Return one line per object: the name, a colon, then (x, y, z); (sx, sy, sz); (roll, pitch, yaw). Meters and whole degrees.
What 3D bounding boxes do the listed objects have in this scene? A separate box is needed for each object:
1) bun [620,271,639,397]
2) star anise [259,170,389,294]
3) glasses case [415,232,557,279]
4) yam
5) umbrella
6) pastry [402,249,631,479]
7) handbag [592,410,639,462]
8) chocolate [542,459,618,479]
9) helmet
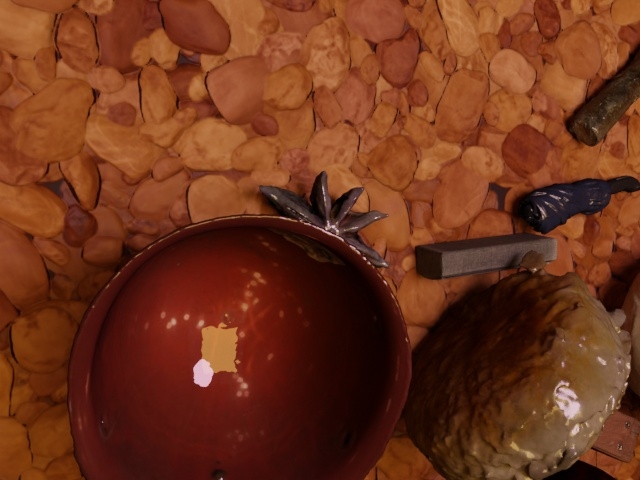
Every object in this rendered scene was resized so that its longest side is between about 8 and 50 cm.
bun: (0.625, 0.181, 1.082); (0.361, 0.213, 0.361); (7, 75, -28)
star anise: (0.000, 0.000, 0.879); (0.204, 0.061, 0.181); (11, 97, -21)
glasses case: (0.246, 0.023, 0.981); (0.204, 0.071, 0.047); (-6, 100, -23)
yam: (0.499, -0.251, 1.074); (0.253, 0.061, 0.061); (-45, 109, -15)
umbrella: (0.413, -0.069, 1.057); (0.248, 0.071, 0.071); (-18, 101, -28)
pastry: (0.245, 0.174, 0.865); (0.136, 0.329, 0.330); (46, 76, -13)
handbag: (0.373, 0.263, 1.010); (0.193, 0.151, 0.072); (25, 81, -21)
chocolate: (0.332, 0.488, 0.929); (0.331, 0.383, 0.384); (41, 78, -5)
helmet: (-0.097, 0.134, 0.757); (0.337, 0.230, 0.385); (3, 105, -14)
